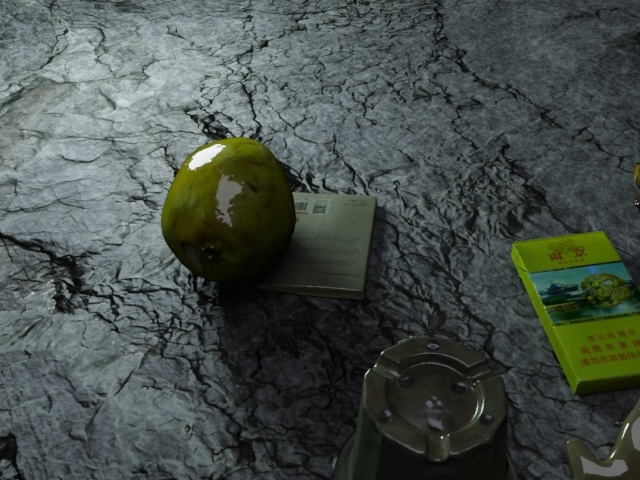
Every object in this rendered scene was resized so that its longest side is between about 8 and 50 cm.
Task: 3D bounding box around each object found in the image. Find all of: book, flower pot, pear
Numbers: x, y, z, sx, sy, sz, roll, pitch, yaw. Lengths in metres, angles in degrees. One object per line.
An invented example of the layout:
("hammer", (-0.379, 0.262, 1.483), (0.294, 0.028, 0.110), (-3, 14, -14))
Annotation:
("book", (0.000, 0.000, 1.511), (0.214, 0.025, 0.283), (5, 44, 10))
("flower pot", (0.154, 0.288, 1.039), (0.290, 0.259, 0.290), (-1, 44, 1))
("pear", (-0.169, -0.058, 1.413), (0.269, 0.269, 0.321), (-2, 25, 2))

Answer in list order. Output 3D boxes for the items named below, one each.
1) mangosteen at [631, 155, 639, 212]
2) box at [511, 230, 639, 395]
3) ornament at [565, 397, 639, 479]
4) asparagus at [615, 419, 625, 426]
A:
("mangosteen", (0.727, -0.138, 1.520), (0.192, 0.192, 0.217), (40, 97, 35))
("box", (0.485, 0.118, 1.346), (0.187, 0.047, 0.335), (-8, 43, -4))
("ornament", (0.500, 0.317, 1.119), (0.230, 0.061, 0.245), (27, 66, 25))
("asparagus", (0.575, 0.318, 1.153), (0.232, 0.022, 0.023), (18, 91, 20))
